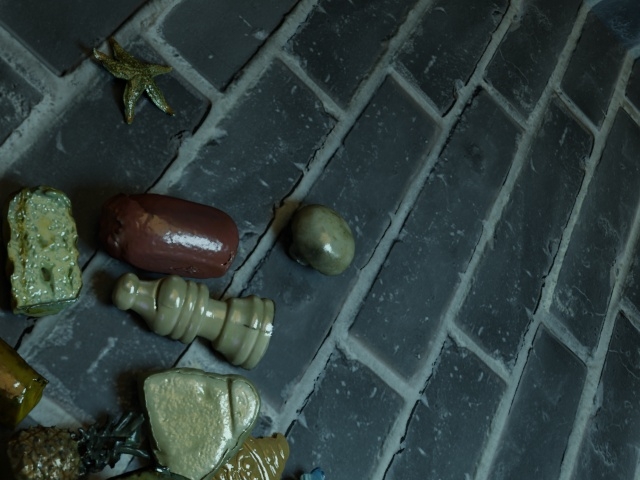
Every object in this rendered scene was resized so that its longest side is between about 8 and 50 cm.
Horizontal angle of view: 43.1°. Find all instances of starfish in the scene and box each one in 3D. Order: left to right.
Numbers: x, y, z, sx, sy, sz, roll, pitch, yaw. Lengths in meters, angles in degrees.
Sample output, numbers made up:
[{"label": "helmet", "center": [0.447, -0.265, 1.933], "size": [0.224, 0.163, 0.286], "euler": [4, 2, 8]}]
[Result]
[{"label": "starfish", "center": [-0.376, -0.343, 1.700], "size": [0.208, 0.053, 0.176], "euler": [59, 40, -9]}]

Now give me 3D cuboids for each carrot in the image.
[{"label": "carrot", "center": [-0.572, 0.177, 1.303], "size": [0.302, 0.114, 0.114], "euler": [46, 52, -13]}]

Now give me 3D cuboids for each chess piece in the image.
[{"label": "chess piece", "center": [-0.251, 0.142, 1.552], "size": [0.307, 0.139, 0.124], "euler": [19, 43, -23]}]

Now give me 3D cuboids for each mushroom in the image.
[{"label": "mushroom", "center": [0.000, 0.000, 1.781], "size": [0.166, 0.127, 0.166], "euler": [40, 34, -35]}]

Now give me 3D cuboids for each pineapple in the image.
[{"label": "pineapple", "center": [-0.406, 0.351, 1.350], "size": [0.248, 0.128, 0.128], "euler": [-8, 77, -42]}]

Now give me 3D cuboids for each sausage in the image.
[{"label": "sausage", "center": [-0.286, -0.010, 1.559], "size": [0.279, 0.152, 0.152], "euler": [14, 64, -30]}]

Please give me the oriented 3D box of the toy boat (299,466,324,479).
[{"label": "toy boat", "center": [-0.039, 0.551, 1.568], "size": [0.102, 0.088, 0.215], "euler": [-2, 70, 0]}]

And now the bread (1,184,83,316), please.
[{"label": "bread", "center": [-0.496, 0.018, 1.441], "size": [0.128, 0.088, 0.232], "euler": [-3, 80, -27]}]

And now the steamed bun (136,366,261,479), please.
[{"label": "steamed bun", "center": [-0.214, 0.332, 1.496], "size": [0.212, 0.110, 0.231], "euler": [-13, 82, -15]}]

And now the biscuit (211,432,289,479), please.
[{"label": "biscuit", "center": [-0.149, 0.454, 1.551], "size": [0.250, 0.035, 0.162], "euler": [-37, 91, -38]}]

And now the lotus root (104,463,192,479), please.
[{"label": "lotus root", "center": [-0.282, 0.502, 1.346], "size": [0.267, 0.149, 0.260], "euler": [-31, 83, -2]}]
